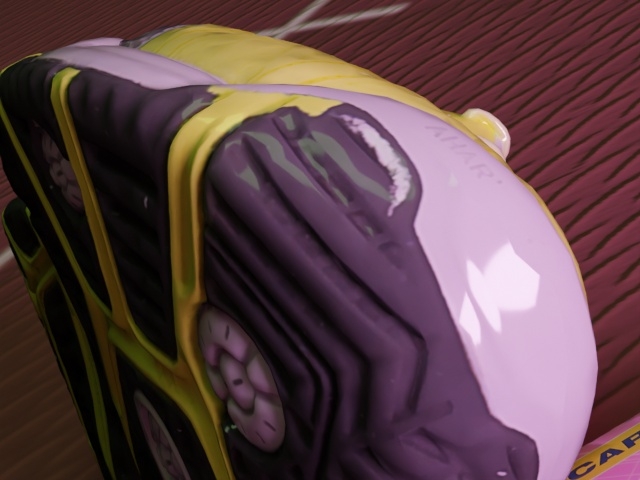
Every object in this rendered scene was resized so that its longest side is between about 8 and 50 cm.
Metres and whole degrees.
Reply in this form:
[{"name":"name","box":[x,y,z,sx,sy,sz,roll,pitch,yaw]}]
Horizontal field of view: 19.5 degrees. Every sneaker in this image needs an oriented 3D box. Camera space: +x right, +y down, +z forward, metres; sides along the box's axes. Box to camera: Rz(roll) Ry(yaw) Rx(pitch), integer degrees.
[{"name":"sneaker","box":[0.000,0.000,0.514,0.147,0.145,0.384,-23,5,-12]}]

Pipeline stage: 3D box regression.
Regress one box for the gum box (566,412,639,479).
[{"name":"gum box","box":[0.124,0.066,0.414,0.188,0.062,0.107,-29,20,-15]}]
